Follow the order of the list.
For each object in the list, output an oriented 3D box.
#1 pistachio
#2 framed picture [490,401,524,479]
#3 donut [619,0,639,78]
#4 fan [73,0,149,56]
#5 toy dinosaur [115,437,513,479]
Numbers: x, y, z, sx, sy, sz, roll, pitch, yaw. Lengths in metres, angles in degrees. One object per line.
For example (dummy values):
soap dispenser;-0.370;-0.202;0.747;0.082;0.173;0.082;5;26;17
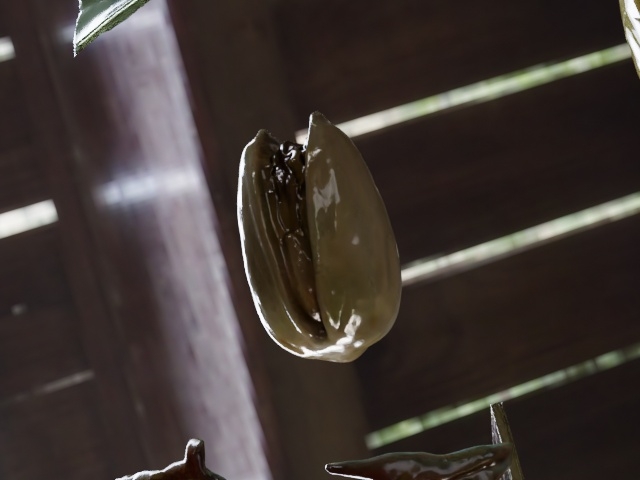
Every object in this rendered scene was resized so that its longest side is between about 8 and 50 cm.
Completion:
pistachio;0.000;0.000;1.619;0.131;0.129;0.206;-8;-94;-72
framed picture;0.138;0.198;1.330;0.201;0.010;0.136;72;-177;-70
donut;0.236;-0.183;0.661;0.360;0.360;0.170;96;151;-49
fan;-0.055;-0.184;0.944;0.240;0.009;0.131;-45;41;28
toy dinosaur;0.016;0.198;1.022;0.113;0.327;0.207;17;-113;-80
